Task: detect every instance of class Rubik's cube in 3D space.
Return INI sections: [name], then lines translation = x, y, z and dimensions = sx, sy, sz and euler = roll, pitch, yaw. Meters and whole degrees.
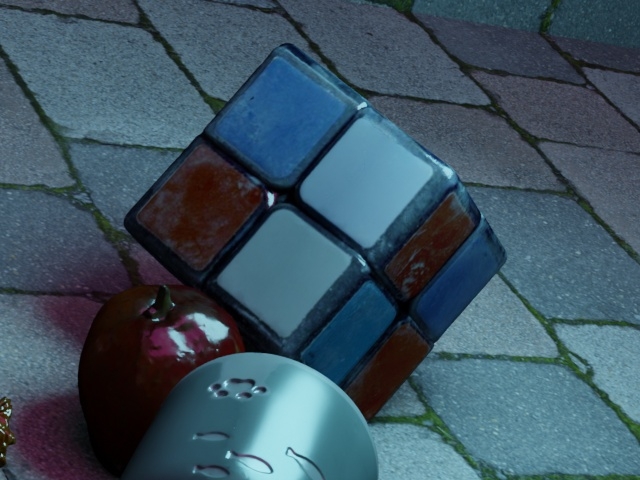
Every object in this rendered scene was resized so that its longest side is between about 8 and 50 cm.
[Rubik's cube]
translation = 0.000, 0.000, 2.494
dimensions = 0.316, 0.313, 0.318
euler = 39, -5, 29

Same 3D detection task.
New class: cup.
[cup]
translation = -0.047, 0.317, 2.049
dimensions = 0.357, 0.259, 0.274
euler = 30, 28, 0

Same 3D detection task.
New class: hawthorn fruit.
[hawthorn fruit]
translation = -0.184, 0.144, 2.287
dimensions = 0.215, 0.249, 0.215
euler = -2, 38, 2

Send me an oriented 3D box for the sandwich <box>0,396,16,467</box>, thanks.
[sandwich]
translation = -0.404, 0.221, 2.117
dimensions = 0.160, 0.109, 0.185
euler = 31, 17, -34
